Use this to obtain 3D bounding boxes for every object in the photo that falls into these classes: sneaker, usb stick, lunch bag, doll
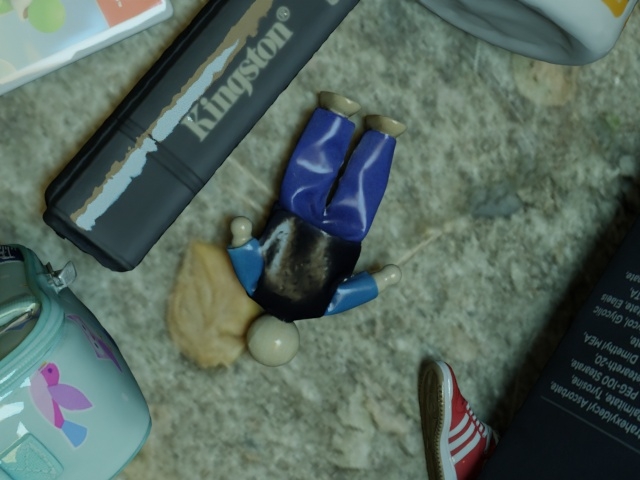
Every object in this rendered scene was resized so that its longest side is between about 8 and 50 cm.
[{"bbox_3d":[0.113,0.139,0.782,0.067,0.042,0.118,-11,111,-13],"label":"sneaker"},{"bbox_3d":[-0.067,-0.101,0.675,0.077,0.045,0.278,41,84,-20],"label":"usb stick"},{"bbox_3d":[-0.230,0.119,0.561,0.279,0.224,0.108,-38,110,-9],"label":"lunch bag"},{"bbox_3d":[0.000,0.000,0.716,0.129,0.046,0.189,23,91,-20],"label":"doll"}]

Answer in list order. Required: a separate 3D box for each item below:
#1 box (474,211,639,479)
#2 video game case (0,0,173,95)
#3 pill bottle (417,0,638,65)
[{"bbox_3d":[0.416,0.191,0.744,0.480,0.297,0.471,34,86,-27],"label":"box"},{"bbox_3d":[-0.255,-0.164,0.597,0.285,0.025,0.204,-27,107,-8],"label":"video game case"},{"bbox_3d":[0.169,-0.267,0.668,0.162,0.162,0.278,26,89,-21],"label":"pill bottle"}]
